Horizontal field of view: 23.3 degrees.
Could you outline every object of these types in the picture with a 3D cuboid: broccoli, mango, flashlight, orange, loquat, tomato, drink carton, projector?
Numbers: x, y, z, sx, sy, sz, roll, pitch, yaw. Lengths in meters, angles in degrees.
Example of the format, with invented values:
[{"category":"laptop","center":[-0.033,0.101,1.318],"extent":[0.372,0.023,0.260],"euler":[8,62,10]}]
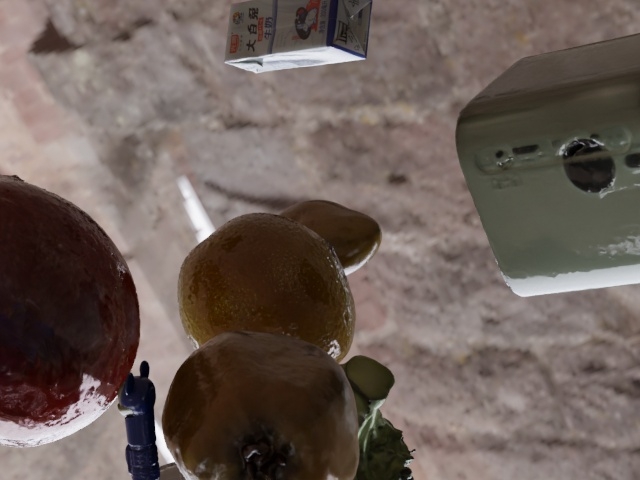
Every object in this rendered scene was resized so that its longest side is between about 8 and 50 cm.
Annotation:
[{"category":"broccoli","center":[-0.017,0.275,2.252],"extent":[0.324,0.272,0.334],"euler":[24,-155,31]},{"category":"mango","center":[0.000,0.000,2.362],"extent":[0.253,0.113,0.138],"euler":[-10,-139,48]},{"category":"flashlight","center":[-0.167,0.173,1.425],"extent":[0.035,0.121,0.057],"euler":[0,-166,14]},{"category":"orange","center":[-0.067,0.079,1.935],"extent":[0.236,0.236,0.236],"euler":[-21,-153,11]},{"category":"loquat","center":[-0.057,0.179,1.487],"extent":[0.187,0.176,0.234],"euler":[-5,-158,-6]},{"category":"tomato","center":[-0.326,0.069,1.658],"extent":[0.176,0.335,0.290],"euler":[-1,-119,54]},{"category":"drink carton","center":[-0.050,-0.413,3.055],"extent":[0.315,0.106,0.131],"euler":[0,-101,45]},{"category":"projector","center":[0.336,-0.090,1.765],"extent":[0.249,0.249,0.248],"euler":[-8,-159,39]}]

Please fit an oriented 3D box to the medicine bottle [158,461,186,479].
[{"category":"medicine bottle","center":[-0.145,0.309,2.094],"extent":[0.220,0.061,0.092],"euler":[-16,-160,28]}]
